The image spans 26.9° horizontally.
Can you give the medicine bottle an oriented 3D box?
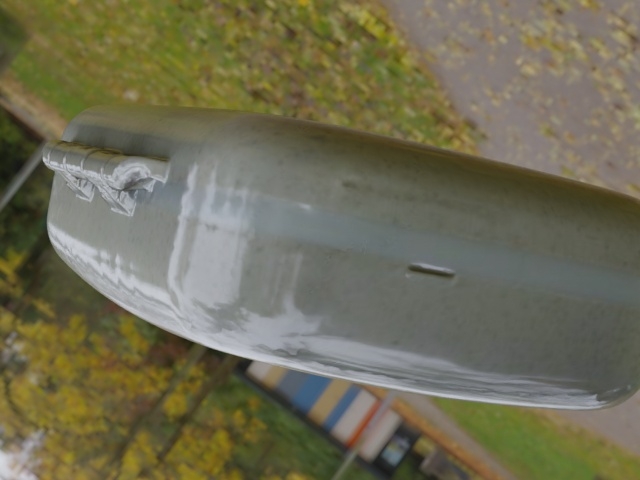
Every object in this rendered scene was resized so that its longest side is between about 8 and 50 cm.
[{"bbox_3d":[0.000,0.000,0.731,0.282,0.122,0.375,10,-178,-23],"label":"medicine bottle"}]
